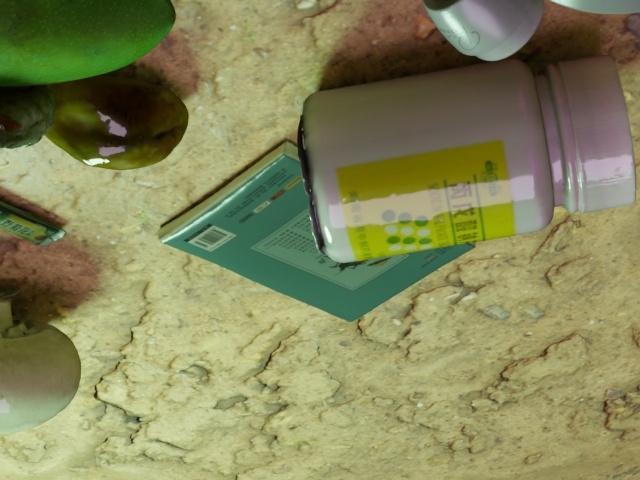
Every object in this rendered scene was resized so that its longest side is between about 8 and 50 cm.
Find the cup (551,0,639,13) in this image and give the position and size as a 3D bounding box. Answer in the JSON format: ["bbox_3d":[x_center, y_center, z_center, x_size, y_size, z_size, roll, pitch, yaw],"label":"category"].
[{"bbox_3d":[0.238,-0.376,1.349,0.323,0.237,0.327,-31,151,-12],"label":"cup"}]

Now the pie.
[{"bbox_3d":[-0.436,-0.165,1.591,0.323,0.323,0.070,8,110,-21],"label":"pie"}]

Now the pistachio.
[{"bbox_3d":[-0.244,-0.138,1.786,0.189,0.110,0.100,10,176,-24],"label":"pistachio"}]

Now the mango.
[{"bbox_3d":[-0.329,-0.253,1.510,0.382,0.201,0.225,7,141,-25],"label":"mango"}]

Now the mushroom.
[{"bbox_3d":[-0.466,0.166,2.144,0.246,0.202,0.246,-2,-175,0],"label":"mushroom"}]

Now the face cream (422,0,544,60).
[{"bbox_3d":[0.178,-0.262,1.656,0.104,0.117,0.117,31,132,-34],"label":"face cream"}]

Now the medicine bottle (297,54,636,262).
[{"bbox_3d":[0.172,-0.103,1.812,0.379,0.213,0.213,-10,147,5],"label":"medicine bottle"}]

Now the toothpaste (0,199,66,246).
[{"bbox_3d":[-0.422,-0.036,1.981,0.049,0.031,0.204,-27,144,29],"label":"toothpaste"}]

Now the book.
[{"bbox_3d":[0.000,0.000,2.105,0.379,0.031,0.264,25,136,-39],"label":"book"}]
